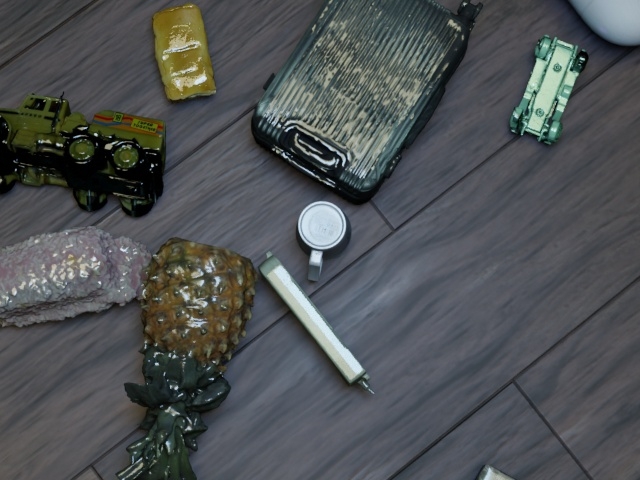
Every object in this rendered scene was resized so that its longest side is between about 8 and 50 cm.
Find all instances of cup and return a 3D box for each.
[{"bbox_3d":[0.000,0.000,1.640,0.074,0.116,0.104,14,87,2],"label":"cup"}]

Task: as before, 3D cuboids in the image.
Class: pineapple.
[{"bbox_3d":[-0.179,0.154,1.585,0.141,0.170,0.310,11,83,28],"label":"pineapple"}]

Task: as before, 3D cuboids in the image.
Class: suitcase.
[{"bbox_3d":[0.059,-0.213,1.667,0.202,0.128,0.312,32,80,3],"label":"suitcase"}]

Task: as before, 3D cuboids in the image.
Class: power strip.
[{"bbox_3d":[-0.006,0.110,1.634,0.029,0.080,0.227,-38,84,-5],"label":"power strip"}]

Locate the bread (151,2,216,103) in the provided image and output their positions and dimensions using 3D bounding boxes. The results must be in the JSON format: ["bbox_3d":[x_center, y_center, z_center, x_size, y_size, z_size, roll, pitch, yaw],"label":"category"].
[{"bbox_3d":[-0.183,-0.249,1.701,0.074,0.053,0.132,-9,79,-4],"label":"bread"}]

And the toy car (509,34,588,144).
[{"bbox_3d":[0.306,-0.202,1.715,0.073,0.054,0.143,20,84,2],"label":"toy car"}]

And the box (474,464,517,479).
[{"bbox_3d":[0.213,0.340,1.622,0.062,0.045,0.098,28,81,4],"label":"box"}]

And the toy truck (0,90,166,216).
[{"bbox_3d":[-0.328,-0.122,1.644,0.257,0.127,0.127,6,65,-1],"label":"toy truck"}]

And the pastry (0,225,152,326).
[{"bbox_3d":[-0.339,0.046,1.616,0.265,0.112,0.103,-9,70,-5],"label":"pastry"}]

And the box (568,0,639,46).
[{"bbox_3d":[0.412,-0.454,1.719,0.288,0.141,0.349,-35,83,-9],"label":"box"}]
